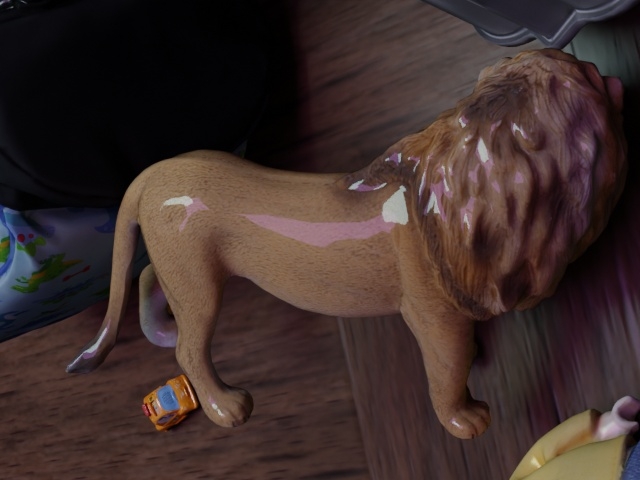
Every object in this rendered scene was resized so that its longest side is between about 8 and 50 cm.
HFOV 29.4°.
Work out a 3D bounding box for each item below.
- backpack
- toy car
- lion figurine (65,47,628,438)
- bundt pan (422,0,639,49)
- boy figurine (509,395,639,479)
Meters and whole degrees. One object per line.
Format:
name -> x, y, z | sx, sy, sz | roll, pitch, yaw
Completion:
backpack -> -0.225, -0.055, 0.988 | 0.355, 0.290, 0.273 | -9, 104, 44
toy car -> -0.148, 0.110, 1.087 | 0.060, 0.040, 0.122 | -19, 82, 42
lion figurine -> 0.000, 0.000, 0.796 | 0.392, 0.142, 0.240 | -3, 124, 6
bundt pan -> 0.103, -0.281, 0.686 | 0.331, 0.124, 0.331 | -32, 54, 57
boy figurine -> 0.172, 0.190, 0.754 | 0.285, 0.092, 0.177 | -37, 37, 40
